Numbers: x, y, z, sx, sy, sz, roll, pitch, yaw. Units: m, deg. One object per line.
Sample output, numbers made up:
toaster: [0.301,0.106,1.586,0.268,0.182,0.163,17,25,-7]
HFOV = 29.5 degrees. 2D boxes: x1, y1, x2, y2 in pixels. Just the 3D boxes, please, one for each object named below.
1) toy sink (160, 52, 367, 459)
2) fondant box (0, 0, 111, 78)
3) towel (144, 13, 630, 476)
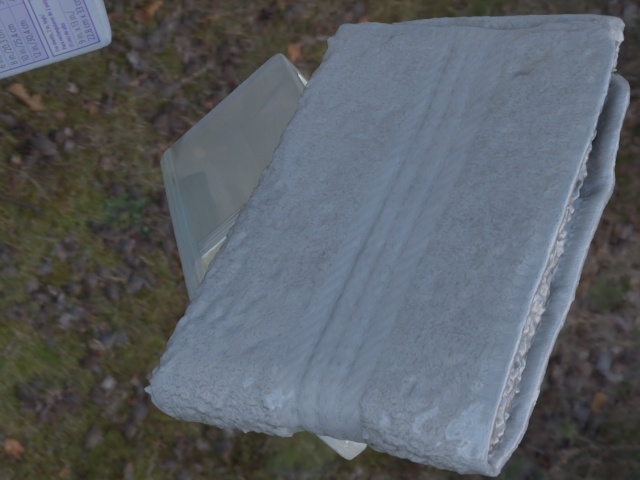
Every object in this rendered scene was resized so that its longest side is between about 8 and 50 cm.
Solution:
toy sink: [0.000,0.000,0.805,0.131,0.234,0.153,-40,119,10]
fondant box: [-0.309,-0.176,0.720,0.330,0.238,0.096,-18,142,-2]
towel: [0.045,-0.013,0.625,0.282,0.187,0.049,-63,142,-33]
